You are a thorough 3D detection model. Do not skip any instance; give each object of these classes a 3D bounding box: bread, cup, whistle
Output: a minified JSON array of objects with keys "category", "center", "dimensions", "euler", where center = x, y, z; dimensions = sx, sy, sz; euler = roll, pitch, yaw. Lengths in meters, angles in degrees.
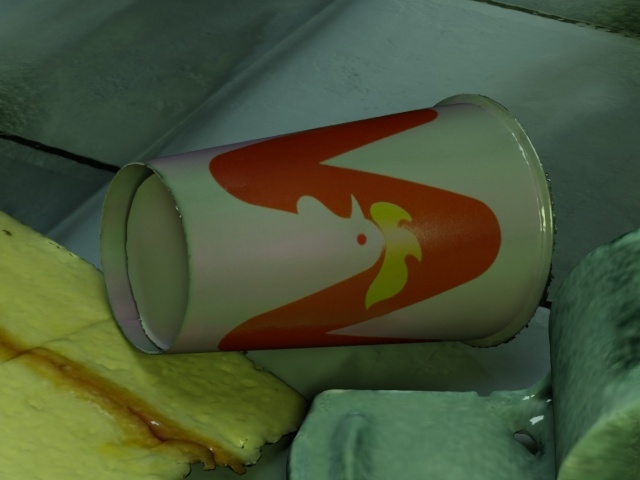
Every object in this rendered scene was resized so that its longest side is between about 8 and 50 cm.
[{"category":"bread","center":[-0.239,0.053,1.069],"dimensions":[0.405,0.242,0.346],"euler":[1,16,11]},{"category":"cup","center":[0.000,0.000,1.184],"dimensions":[0.288,0.203,0.203],"euler":[-6,32,-32]},{"category":"whistle","center":[0.183,0.135,1.095],"dimensions":[0.405,0.188,0.168],"euler":[-25,32,23]}]
